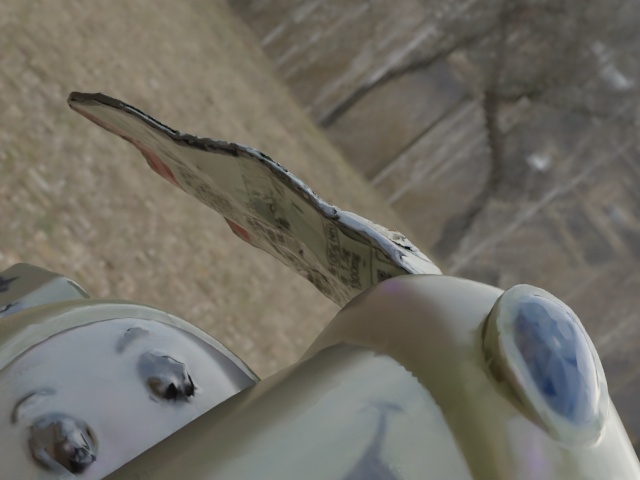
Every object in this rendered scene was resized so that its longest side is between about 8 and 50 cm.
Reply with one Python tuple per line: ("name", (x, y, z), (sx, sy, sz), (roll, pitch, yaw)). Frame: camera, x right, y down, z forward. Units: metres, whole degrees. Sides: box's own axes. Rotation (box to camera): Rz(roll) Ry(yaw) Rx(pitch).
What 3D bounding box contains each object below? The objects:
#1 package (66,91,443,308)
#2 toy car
("package", (0.000, 0.000, 0.719), (0.232, 0.040, 0.166), (30, -9, 42))
("toy car", (-0.068, 0.105, 0.567), (0.226, 0.242, 0.336), (61, -30, -1))
